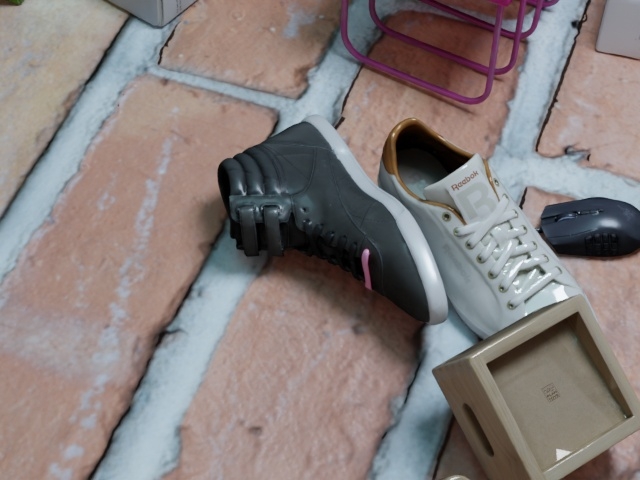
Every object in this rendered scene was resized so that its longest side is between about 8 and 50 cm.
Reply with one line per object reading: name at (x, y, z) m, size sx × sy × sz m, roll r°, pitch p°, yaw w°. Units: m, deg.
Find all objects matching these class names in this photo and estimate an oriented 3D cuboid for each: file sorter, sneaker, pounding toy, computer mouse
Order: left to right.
sneaker at (0.000, 0.000, 1.303) m, size 0.147 × 0.104 × 0.295 m, roll -23°, pitch 49°, yaw -18°
file sorter at (0.172, -0.319, 1.517) m, size 0.202 × 0.182 × 0.290 m, roll 25°, pitch 53°, yaw 19°
sneaker at (0.151, 0.000, 1.277) m, size 0.106 × 0.123 × 0.290 m, roll -37°, pitch 67°, yaw -14°
pounding toy at (0.168, 0.176, 1.161) m, size 0.206 × 0.094 × 0.181 m, roll -27°, pitch 87°, yaw -22°
computer mouse at (0.214, -0.021, 1.364) m, size 0.242 × 0.041 × 0.071 m, roll 1°, pitch 51°, yaw 0°

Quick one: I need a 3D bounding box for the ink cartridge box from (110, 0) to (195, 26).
ink cartridge box at (-0.179, -0.365, 1.602) m, size 0.153 × 0.087 × 0.208 m, roll 30°, pitch 55°, yaw 20°

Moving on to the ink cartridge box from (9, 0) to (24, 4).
ink cartridge box at (-0.383, -0.431, 1.599) m, size 0.189 × 0.097 × 0.255 m, roll 22°, pitch 71°, yaw 15°

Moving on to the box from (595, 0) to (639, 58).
box at (0.403, -0.293, 1.563) m, size 0.130 × 0.091 × 0.170 m, roll 15°, pitch 52°, yaw 10°
